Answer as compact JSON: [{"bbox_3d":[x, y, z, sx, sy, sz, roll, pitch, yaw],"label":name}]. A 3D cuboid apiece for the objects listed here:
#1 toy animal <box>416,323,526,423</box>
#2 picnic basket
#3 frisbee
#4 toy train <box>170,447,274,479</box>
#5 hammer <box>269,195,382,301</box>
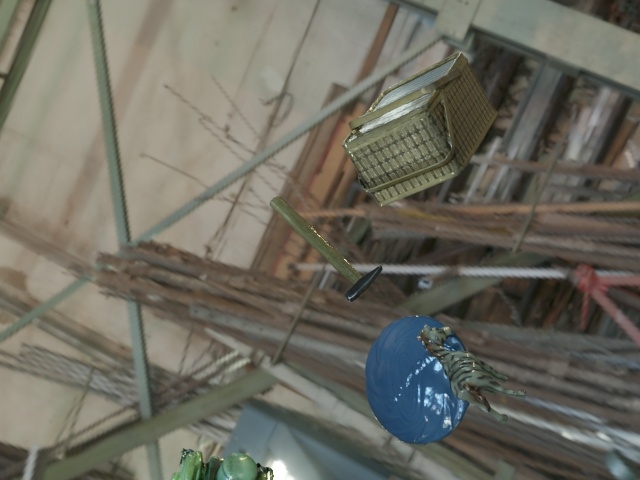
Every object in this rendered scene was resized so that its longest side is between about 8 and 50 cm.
[{"bbox_3d":[0.306,0.271,1.872,0.090,0.170,0.255,-62,29,10],"label":"toy animal"},{"bbox_3d":[0.203,-0.237,1.913,0.228,0.175,0.313,-22,20,36],"label":"picnic basket"},{"bbox_3d":[0.206,0.309,2.062,0.049,0.289,0.289,10,-73,-49],"label":"frisbee"},{"bbox_3d":[-0.161,0.435,1.364,0.188,0.159,0.271,-88,18,-52],"label":"toy train"},{"bbox_3d":[0.000,0.000,1.232,0.062,0.199,0.013,-41,-31,-9],"label":"hammer"}]
